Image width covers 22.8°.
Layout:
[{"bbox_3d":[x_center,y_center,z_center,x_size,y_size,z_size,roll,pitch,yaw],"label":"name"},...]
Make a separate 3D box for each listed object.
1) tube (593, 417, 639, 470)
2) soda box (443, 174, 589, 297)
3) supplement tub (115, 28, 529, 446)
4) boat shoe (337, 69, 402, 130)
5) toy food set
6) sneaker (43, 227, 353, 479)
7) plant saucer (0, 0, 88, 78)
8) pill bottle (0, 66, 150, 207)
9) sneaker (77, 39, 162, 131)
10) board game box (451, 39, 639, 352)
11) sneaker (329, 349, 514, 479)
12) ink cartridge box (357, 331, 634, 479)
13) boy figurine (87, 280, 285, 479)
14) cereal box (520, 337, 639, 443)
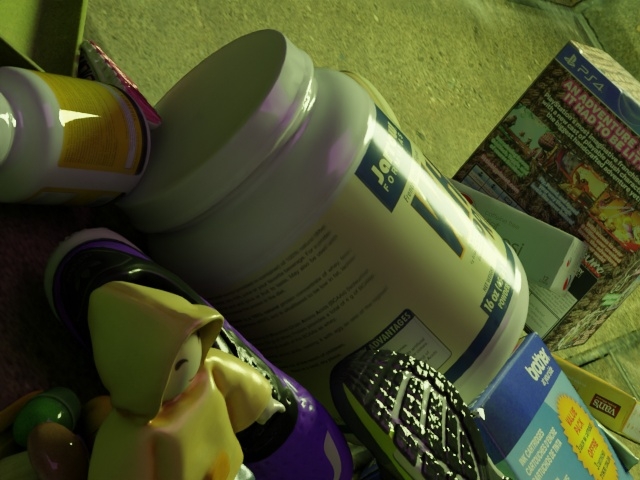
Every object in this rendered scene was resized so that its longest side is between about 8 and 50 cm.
[{"bbox_3d":[0.301,0.241,1.738,0.240,0.070,0.062,79,15,-66],"label":"tube"},{"bbox_3d":[0.194,-0.013,1.830,0.216,0.069,0.074,26,2,24],"label":"soda box"},{"bbox_3d":[0.000,0.000,1.375,0.325,0.235,0.235,45,26,-26],"label":"supplement tub"},{"bbox_3d":[0.033,-0.069,1.692,0.089,0.105,0.285,21,45,-47],"label":"boat shoe"},{"bbox_3d":[-0.166,0.159,1.059,0.128,0.071,0.218,55,24,-3],"label":"toy food set"},{"bbox_3d":[-0.082,0.113,1.173,0.293,0.102,0.146,42,-8,-16],"label":"sneaker"},{"bbox_3d":[-0.283,-0.219,1.345,0.188,0.045,0.188,42,28,-31],"label":"plant saucer"},{"bbox_3d":[-0.219,-0.079,1.217,0.184,0.103,0.103,3,57,-63],"label":"pill bottle"},{"bbox_3d":[-0.195,-0.116,1.369,0.063,0.075,0.170,45,3,-35],"label":"sneaker"},{"bbox_3d":[0.306,-0.050,1.899,0.232,0.291,0.141,47,20,19],"label":"board game box"},{"bbox_3d":[0.083,0.212,1.320,0.300,0.121,0.111,54,33,-27],"label":"sneaker"},{"bbox_3d":[0.197,0.264,1.539,0.395,0.151,0.270,55,23,0],"label":"ink cartridge box"},{"bbox_3d":[-0.082,0.140,1.043,0.177,0.092,0.285,-41,134,-41],"label":"boy figurine"},{"bbox_3d":[0.310,0.180,1.830,0.173,0.047,0.240,27,-1,27],"label":"cereal box"}]
